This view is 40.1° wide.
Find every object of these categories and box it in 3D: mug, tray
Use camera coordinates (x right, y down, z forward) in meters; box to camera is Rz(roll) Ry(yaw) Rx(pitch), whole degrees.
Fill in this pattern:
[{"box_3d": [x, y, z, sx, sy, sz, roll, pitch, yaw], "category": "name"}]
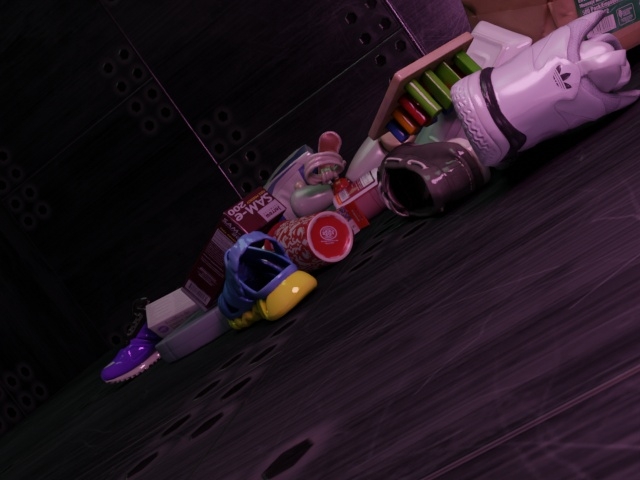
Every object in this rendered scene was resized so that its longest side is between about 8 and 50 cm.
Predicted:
[{"box_3d": [-0.007, -0.006, 1.599, 0.150, 0.113, 0.169, -41, 10, -25], "category": "mug"}, {"box_3d": [0.234, -0.229, 1.448, 0.145, 0.030, 0.270, 42, 110, 52], "category": "tray"}]

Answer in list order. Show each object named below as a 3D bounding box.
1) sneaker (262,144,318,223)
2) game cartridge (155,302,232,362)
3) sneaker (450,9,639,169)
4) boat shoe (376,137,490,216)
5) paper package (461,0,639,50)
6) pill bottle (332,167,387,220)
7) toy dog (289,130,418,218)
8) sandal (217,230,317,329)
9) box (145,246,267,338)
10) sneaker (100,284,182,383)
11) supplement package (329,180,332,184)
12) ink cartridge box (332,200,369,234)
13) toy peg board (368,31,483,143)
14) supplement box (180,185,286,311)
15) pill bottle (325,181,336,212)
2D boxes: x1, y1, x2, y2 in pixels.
[{"box_3d": [-0.071, -0.070, 2.150, 0.315, 0.182, 0.127, -49, 13, 15], "category": "sneaker"}, {"box_3d": [-0.203, 0.151, 1.774, 0.294, 0.060, 0.196, -32, 2, 39], "category": "game cartridge"}, {"box_3d": [0.299, -0.191, 1.158, 0.210, 0.137, 0.366, -24, 1, 17], "category": "sneaker"}, {"box_3d": [0.140, -0.089, 1.355, 0.095, 0.112, 0.335, -32, 7, -16], "category": "boat shoe"}, {"box_3d": [0.450, -0.409, 1.462, 0.325, 0.168, 0.309, -27, 15, -16], "category": "paper package"}, {"box_3d": [0.108, -0.097, 1.839, 0.152, 0.086, 0.086, -34, 5, 11], "category": "pill bottle"}, {"box_3d": [0.077, -0.185, 1.924, 0.333, 0.161, 0.220, -16, -36, -16], "category": "toy dog"}, {"box_3d": [-0.111, 0.063, 1.476, 0.126, 0.138, 0.317, -40, 4, -25], "category": "sandal"}, {"box_3d": [-0.238, 0.115, 1.947, 0.324, 0.063, 0.067, -28, 50, 14], "category": "box"}, {"box_3d": [-0.411, 0.212, 2.069, 0.293, 0.146, 0.102, -35, 5, -10], "category": "sneaker"}, {"box_3d": [-0.054, -0.056, 2.299, 0.244, 0.134, 0.139, -35, 4, -1], "category": "supplement package"}, {"box_3d": [0.045, -0.034, 1.778, 0.029, 0.063, 0.115, -37, 4, -34], "category": "ink cartridge box"}, {"box_3d": [0.174, -0.216, 1.360, 0.161, 0.079, 0.161, -33, -16, -26], "category": "toy peg board"}, {"box_3d": [-0.170, 0.018, 1.692, 0.130, 0.073, 0.239, -41, -10, -49], "category": "supplement box"}, {"box_3d": [0.049, -0.091, 2.097, 0.103, 0.103, 0.184, -35, 4, -1], "category": "pill bottle"}]
